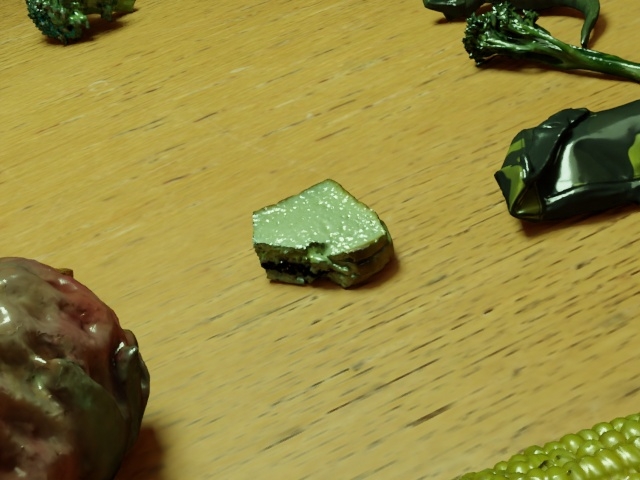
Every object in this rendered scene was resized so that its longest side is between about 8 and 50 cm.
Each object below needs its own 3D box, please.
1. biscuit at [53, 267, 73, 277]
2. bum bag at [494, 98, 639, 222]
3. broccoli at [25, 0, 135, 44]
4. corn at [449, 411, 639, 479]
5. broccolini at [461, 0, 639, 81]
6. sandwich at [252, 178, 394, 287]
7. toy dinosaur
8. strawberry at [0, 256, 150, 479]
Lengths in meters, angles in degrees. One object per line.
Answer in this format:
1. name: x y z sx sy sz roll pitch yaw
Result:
1. biscuit: -0.230 0.032 0.597 0.078 0.015 0.091 -15 7 -35
2. bum bag: 0.243 -0.071 0.561 0.232 0.060 0.107 -11 44 10
3. broccoli: -0.356 -0.364 1.137 0.160 0.167 0.155 -11 60 -44
4. corn: 0.094 0.135 0.309 0.293 0.106 0.106 -17 35 -7
5. broccolini: 0.231 -0.190 0.730 0.201 0.058 0.074 19 54 39
6. sandwich: 0.000 0.000 0.573 0.093 0.036 0.105 -30 39 -21
7. toy dinosaur: 0.216 -0.254 0.859 0.187 0.087 0.179 -11 70 32
8. strawberry: -0.270 0.099 0.441 0.336 0.149 0.265 -1 39 21
